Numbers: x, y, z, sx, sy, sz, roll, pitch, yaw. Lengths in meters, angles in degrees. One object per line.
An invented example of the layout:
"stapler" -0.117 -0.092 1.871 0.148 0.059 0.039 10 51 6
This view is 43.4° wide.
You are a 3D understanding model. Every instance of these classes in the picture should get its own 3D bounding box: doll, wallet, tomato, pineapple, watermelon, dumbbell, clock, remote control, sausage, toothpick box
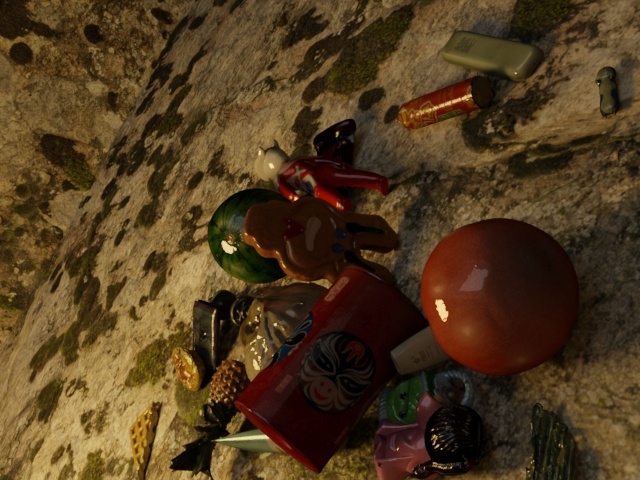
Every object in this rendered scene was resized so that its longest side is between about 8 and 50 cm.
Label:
"doll" 0.533 -0.275 1.489 0.037 0.027 0.125 -19 48 34
"wallet" -0.288 0.241 2.047 0.111 0.030 0.166 15 107 49
"tomato" 0.289 0.086 1.298 0.224 0.256 0.256 -43 32 48
"pineapple" -0.230 0.404 1.792 0.277 0.119 0.130 -65 8 -23
"watermelon" -0.152 -0.011 1.954 0.242 0.242 0.242 -33 40 32
"dumbbell" -0.221 0.172 2.038 0.254 0.081 0.081 8 69 55
"clock" 0.189 0.313 1.368 0.195 0.100 0.194 -23 44 39
"remote control" 0.378 -0.421 1.807 0.090 0.038 0.309 -55 33 1
"sausage" 0.268 -0.303 1.820 0.264 0.083 0.083 -12 53 50
"doll" -0.026 -0.153 1.936 0.188 0.099 0.384 -30 39 -32
"toothpick box" 0.023 0.233 1.485 0.333 0.204 0.204 -49 30 -18

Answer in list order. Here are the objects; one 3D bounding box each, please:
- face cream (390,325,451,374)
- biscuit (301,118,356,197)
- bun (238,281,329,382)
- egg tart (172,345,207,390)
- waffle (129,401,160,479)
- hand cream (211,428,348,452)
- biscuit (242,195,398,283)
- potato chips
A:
"face cream" 0.214 0.179 1.421 0.182 0.072 0.051 -25 12 -5
"biscuit" 0.023 -0.186 2.043 0.151 0.063 0.235 -18 51 45
"bun" -0.062 0.200 1.693 0.281 0.205 0.281 -31 41 31
"egg tart" -0.330 0.324 2.049 0.052 0.130 0.130 -24 16 -33
"waffle" -0.443 0.521 2.081 0.125 0.032 0.191 -47 36 10
"hand cream" -0.080 0.405 1.650 0.312 0.111 0.070 -15 61 39
"biscuit" 0.000 0.000 1.707 0.047 0.334 0.202 106 180 -59
"potato chips" 0.348 0.344 1.202 0.092 0.028 0.207 -15 53 45
